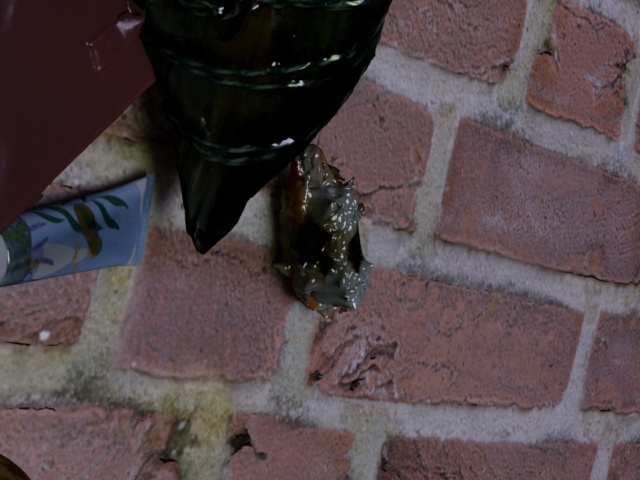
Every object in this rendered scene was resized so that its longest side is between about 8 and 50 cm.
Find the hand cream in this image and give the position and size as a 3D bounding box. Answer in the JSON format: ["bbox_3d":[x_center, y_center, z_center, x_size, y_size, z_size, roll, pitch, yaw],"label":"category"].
[{"bbox_3d":[-0.232,-0.004,1.494,0.271,0.058,0.091,-14,116,-59],"label":"hand cream"}]

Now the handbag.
[{"bbox_3d":[-0.267,-0.170,1.364,0.275,0.084,0.260,-48,134,-37],"label":"handbag"}]

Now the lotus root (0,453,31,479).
[{"bbox_3d":[-0.291,0.267,1.427,0.145,0.129,0.260,-61,151,-46],"label":"lotus root"}]

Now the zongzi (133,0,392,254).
[{"bbox_3d":[-0.031,-0.235,1.587,0.383,0.319,0.362,94,20,-44],"label":"zongzi"}]

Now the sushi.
[{"bbox_3d":[0.002,0.002,1.795,0.097,0.103,0.226,-31,125,-27],"label":"sushi"}]
